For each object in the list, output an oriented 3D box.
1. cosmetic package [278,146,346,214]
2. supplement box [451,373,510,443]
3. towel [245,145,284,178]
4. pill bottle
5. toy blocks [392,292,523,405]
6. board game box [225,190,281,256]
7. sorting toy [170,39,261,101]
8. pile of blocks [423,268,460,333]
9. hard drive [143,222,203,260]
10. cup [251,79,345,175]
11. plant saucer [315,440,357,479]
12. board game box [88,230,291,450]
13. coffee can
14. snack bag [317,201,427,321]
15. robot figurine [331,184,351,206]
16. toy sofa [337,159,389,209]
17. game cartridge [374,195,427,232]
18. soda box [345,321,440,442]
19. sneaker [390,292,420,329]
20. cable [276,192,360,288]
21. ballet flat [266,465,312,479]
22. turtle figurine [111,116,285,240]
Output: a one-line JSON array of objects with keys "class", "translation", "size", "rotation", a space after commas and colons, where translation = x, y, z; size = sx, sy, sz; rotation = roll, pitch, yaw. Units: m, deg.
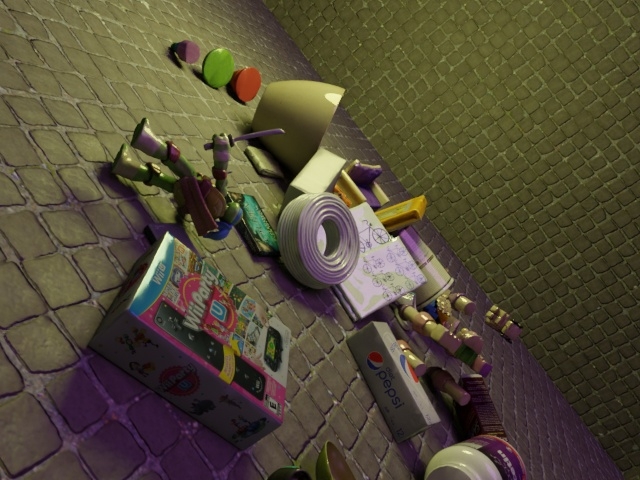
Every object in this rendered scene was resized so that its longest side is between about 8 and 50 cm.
[{"class": "cosmetic package", "translation": [-0.020, -0.163, 1.574], "size": [0.107, 0.127, 0.238], "rotation": [27, 42, 2]}, {"class": "supplement box", "translation": [0.476, 0.539, 1.575], "size": [0.073, 0.130, 0.239], "rotation": [0, 37, -8]}, {"class": "towel", "translation": [-0.175, -0.249, 1.661], "size": [0.110, 0.027, 0.148], "rotation": [57, 21, 15]}, {"class": "pill bottle", "translation": [0.359, 0.565, 1.220], "size": [0.323, 0.181, 0.181], "rotation": [19, 38, -55]}, {"class": "toy blocks", "translation": [0.370, 0.277, 1.587], "size": [0.288, 0.309, 0.260], "rotation": [37, -1, -29]}, {"class": "board game box", "translation": [-0.170, -0.041, 1.330], "size": [0.186, 0.026, 0.126], "rotation": [58, 21, 16]}, {"class": "sorting toy", "translation": [-0.362, -0.587, 1.772], "size": [0.126, 0.127, 0.365], "rotation": [29, 10, 32]}, {"class": "pile of blocks", "translation": [0.448, 0.257, 2.068], "size": [0.362, 0.149, 0.112], "rotation": [-90, -179, -46]}, {"class": "hard drive", "translation": [-0.273, 0.026, 1.008], "size": [0.135, 0.022, 0.094], "rotation": [56, 21, 11]}, {"class": "cup", "translation": [-0.092, -0.401, 1.755], "size": [0.237, 0.331, 0.331], "rotation": [24, 25, -5]}, {"class": "plant saucer", "translation": [0.049, 0.455, 0.865], "size": [0.241, 0.037, 0.241], "rotation": [63, 2, -3]}, {"class": "board game box", "translation": [-0.190, 0.160, 0.860], "size": [0.303, 0.097, 0.224], "rotation": [42, 22, -22]}, {"class": "coffee can", "translation": [0.317, 0.091, 1.887], "size": [0.275, 0.201, 0.201], "rotation": [52, 20, 1]}, {"class": "snack bag", "translation": [0.132, 0.044, 1.598], "size": [0.323, 0.037, 0.342], "rotation": [-21, 71, -37]}, {"class": "robot figurine", "translation": [0.032, -0.125, 1.812], "size": [0.211, 0.085, 0.291], "rotation": [51, 21, -4]}, {"class": "toy sofa", "translation": [0.171, -0.200, 2.101], "size": [0.150, 0.177, 0.362], "rotation": [55, 20, 10]}, {"class": "game cartridge", "translation": [0.235, -0.077, 1.880], "size": [0.052, 0.285, 0.323], "rotation": [67, 19, -9]}, {"class": "soda box", "translation": [0.181, 0.351, 1.322], "size": [0.091, 0.098, 0.286], "rotation": [19, 38, -56]}, {"class": "sneaker", "translation": [0.277, 0.194, 1.787], "size": [0.212, 0.094, 0.080], "rotation": [59, 23, 18]}, {"class": "cable", "translation": [0.000, 0.000, 1.387], "size": [0.257, 0.089, 0.257], "rotation": [-17, 99, -48]}, {"class": "ballet flat", "translation": [-0.008, 0.460, 0.741], "size": [0.095, 0.096, 0.280], "rotation": [3, 50, -44]}, {"class": "turtle figurine", "translation": [-0.267, -0.158, 1.083], "size": [0.266, 0.274, 0.198], "rotation": [29, -14, -32]}]
